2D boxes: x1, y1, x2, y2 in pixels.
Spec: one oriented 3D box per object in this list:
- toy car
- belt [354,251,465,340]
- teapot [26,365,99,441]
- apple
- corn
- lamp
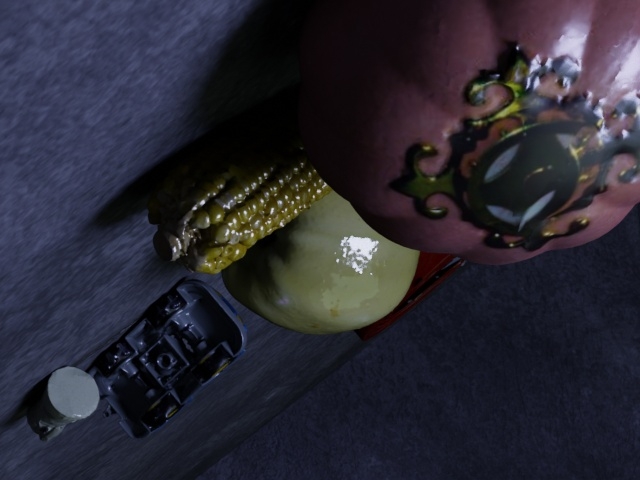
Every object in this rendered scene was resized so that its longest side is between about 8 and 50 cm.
[{"bbox_3d":[-0.157,0.124,1.622,0.191,0.097,0.100,-43,175,19],"label":"toy car"},{"bbox_3d":[0.147,0.011,2.229,0.324,0.115,0.227,-44,171,21],"label":"belt"},{"bbox_3d":[-0.269,0.173,1.538,0.083,0.057,0.067,-40,-152,47],"label":"teapot"},{"bbox_3d":[0.000,0.000,1.405,0.200,0.200,0.200,-39,171,-8],"label":"apple"},{"bbox_3d":[-0.027,-0.066,1.261,0.320,0.097,0.097,-34,169,-41],"label":"corn"},{"bbox_3d":[0.130,-0.130,1.112,0.305,0.305,0.239,-46,-146,31],"label":"lamp"}]
